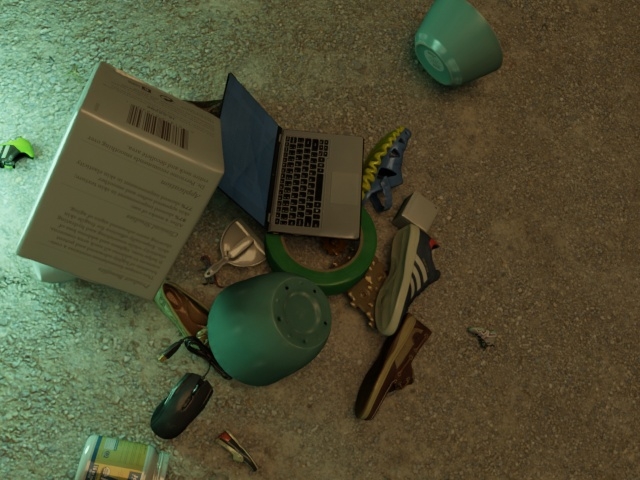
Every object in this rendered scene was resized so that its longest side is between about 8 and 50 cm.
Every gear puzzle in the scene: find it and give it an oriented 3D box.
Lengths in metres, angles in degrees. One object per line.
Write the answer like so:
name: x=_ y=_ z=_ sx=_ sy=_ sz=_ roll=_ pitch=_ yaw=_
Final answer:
gear puzzle: x=0.113 y=0.109 z=1.881 sx=0.339 sy=0.044 sz=0.175 roll=49 pitch=62 yaw=-1

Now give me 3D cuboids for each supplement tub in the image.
supplement tub: x=-0.480 y=0.560 z=1.523 sx=0.200 sy=0.144 sz=0.144 roll=16 pitch=72 yaw=-12

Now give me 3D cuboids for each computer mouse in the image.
computer mouse: x=-0.361 y=0.377 z=1.618 sx=0.184 sy=0.060 sz=0.262 roll=45 pitch=80 yaw=-11

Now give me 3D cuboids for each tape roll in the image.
tape roll: x=0.000 y=0.000 z=1.812 sx=0.321 sy=0.077 sz=0.321 roll=4 pitch=60 yaw=-8

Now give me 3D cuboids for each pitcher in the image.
pitcher: x=-0.646 y=0.013 z=1.640 sx=0.207 sy=0.125 sz=0.177 roll=-21 pitch=64 yaw=-32

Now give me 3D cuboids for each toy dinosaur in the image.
toy dinosaur: x=-0.314 y=0.085 z=1.768 sx=0.090 sy=0.047 sz=0.082 roll=30 pitch=55 yaw=-43

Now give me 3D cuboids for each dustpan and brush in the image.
dustpan and brush: x=-0.249 y=0.039 z=1.776 sx=0.211 sy=0.060 sz=0.147 roll=-42 pitch=91 yaw=-23

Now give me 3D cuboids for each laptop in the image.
laptop: x=-0.073 y=-0.233 z=1.751 sx=0.408 sy=0.236 sz=0.382 roll=5 pitch=58 yaw=-1

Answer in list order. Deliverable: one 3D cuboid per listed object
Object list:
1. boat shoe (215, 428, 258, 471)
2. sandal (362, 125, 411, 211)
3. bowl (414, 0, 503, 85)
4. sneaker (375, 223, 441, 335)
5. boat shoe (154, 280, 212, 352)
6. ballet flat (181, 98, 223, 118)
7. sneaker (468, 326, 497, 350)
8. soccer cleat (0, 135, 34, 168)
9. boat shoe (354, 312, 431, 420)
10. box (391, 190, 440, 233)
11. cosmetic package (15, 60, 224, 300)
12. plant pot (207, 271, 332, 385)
boat shoe: x=-0.218 y=0.560 z=1.656 sx=0.043 sy=0.049 sz=0.137 roll=-42 pitch=88 yaw=-19
sandal: x=0.202 y=-0.212 z=1.959 sx=0.138 sy=0.126 sz=0.317 roll=34 pitch=77 yaw=-11
bowl: x=0.428 y=-0.628 z=2.062 sx=0.163 sy=0.311 sz=0.311 roll=-43 pitch=91 yaw=-2
sneaker: x=0.271 y=0.128 z=1.844 sx=0.148 sy=0.131 sz=0.350 roll=27 pitch=68 yaw=-21
boat shoe: x=-0.332 y=0.221 z=1.687 sx=0.285 sy=0.089 sz=0.104 roll=41 pitch=67 yaw=-4
ballet flat: x=-0.353 y=-0.382 z=1.865 sx=0.250 sy=0.058 sz=0.084 roll=-11 pitch=101 yaw=-14
sneaker: x=0.502 y=0.307 z=1.950 sx=0.098 sy=0.038 sz=0.069 roll=14 pitch=71 yaw=-13
soccer cleat: x=-0.851 y=-0.217 z=1.661 sx=0.179 sy=0.060 sz=0.072 roll=-25 pitch=85 yaw=-24
boat shoe: x=0.218 y=0.376 z=1.805 sx=0.123 sy=0.123 sz=0.342 roll=34 pitch=62 yaw=-5
box: x=0.296 y=-0.077 z=1.962 sx=0.102 sy=0.087 sz=0.101 roll=34 pitch=69 yaw=-6
cosmetic package: x=-0.463 y=-0.139 z=1.492 sx=0.329 sy=0.393 sz=0.327 roll=24 pitch=25 yaw=-24
plant pot: x=-0.111 y=0.212 z=1.634 sx=0.293 sy=0.235 sz=0.293 roll=16 pitch=62 yaw=-32
